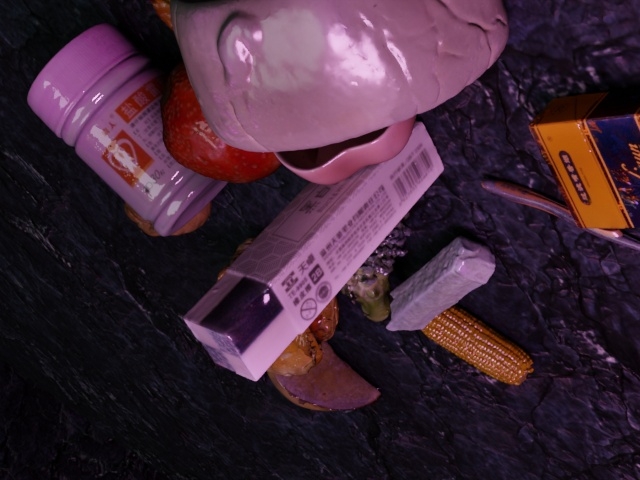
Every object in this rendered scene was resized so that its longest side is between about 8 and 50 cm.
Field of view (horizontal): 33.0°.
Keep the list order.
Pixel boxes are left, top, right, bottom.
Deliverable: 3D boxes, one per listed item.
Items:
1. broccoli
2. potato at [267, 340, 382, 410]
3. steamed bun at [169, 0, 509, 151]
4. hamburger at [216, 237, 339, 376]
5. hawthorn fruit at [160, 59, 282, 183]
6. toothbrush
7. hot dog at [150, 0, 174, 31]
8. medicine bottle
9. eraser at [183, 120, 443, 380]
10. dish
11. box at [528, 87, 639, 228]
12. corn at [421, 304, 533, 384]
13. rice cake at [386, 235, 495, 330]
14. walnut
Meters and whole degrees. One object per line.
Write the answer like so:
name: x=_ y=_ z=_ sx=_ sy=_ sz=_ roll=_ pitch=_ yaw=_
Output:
broccoli: x=0.075 y=0.044 z=1.670 sx=0.145 sy=0.165 sz=0.304 roll=1 pitch=153 yaw=9
potato: x=-0.017 y=0.258 z=2.039 sx=0.243 sy=0.138 sz=0.098 roll=45 pitch=156 yaw=5
steamed bun: x=0.001 y=-0.224 z=1.211 sx=0.383 sy=0.236 sz=0.247 roll=-7 pitch=122 yaw=30
hamburger: x=-0.071 y=0.108 z=1.895 sx=0.244 sy=0.163 sz=0.244 roll=25 pitch=139 yaw=24
hawthorn fruit: x=-0.106 y=-0.178 z=1.542 sx=0.253 sy=0.205 sz=0.205 roll=12 pitch=138 yaw=33
toothbrush: x=0.340 y=-0.020 z=1.347 sx=0.321 sy=0.023 sz=0.031 roll=23 pitch=137 yaw=32
hot dog: x=-0.135 y=-0.362 z=1.406 sx=0.196 sy=0.122 sz=0.272 roll=13 pitch=142 yaw=16
medicine bottle: x=-0.298 y=-0.181 z=1.763 sx=0.316 sy=0.202 sz=0.202 roll=44 pitch=151 yaw=0
eraser: x=0.000 y=0.000 z=1.410 sx=0.096 sy=0.404 sz=0.098 roll=17 pitch=146 yaw=45
dish: x=0.040 y=-0.152 z=1.391 sx=0.213 sy=0.213 sz=0.090 roll=16 pitch=157 yaw=41
box: x=0.364 y=-0.091 z=1.185 sx=0.237 sy=0.070 sz=0.152 roll=-1 pitch=128 yaw=49
corn: x=0.232 y=0.152 z=1.659 sx=0.207 sy=0.068 sz=0.068 roll=32 pitch=148 yaw=16
rice cake: x=0.174 y=0.066 z=1.574 sx=0.069 sy=0.063 sz=0.206 roll=16 pitch=142 yaw=-23
walnut: x=-0.276 y=-0.077 z=1.937 sx=0.166 sy=0.149 sz=0.166 roll=17 pitch=166 yaw=4
